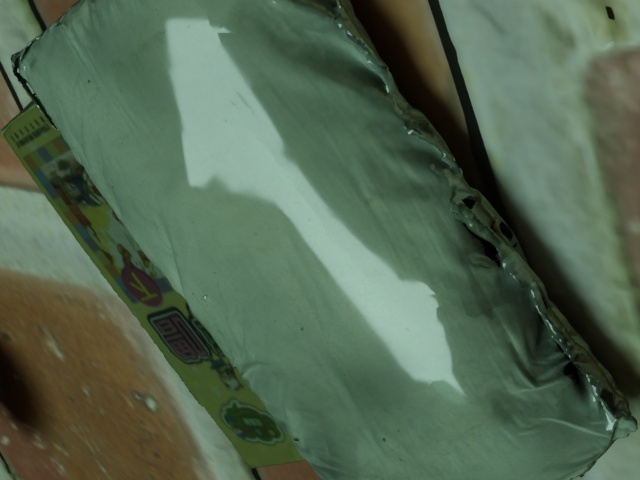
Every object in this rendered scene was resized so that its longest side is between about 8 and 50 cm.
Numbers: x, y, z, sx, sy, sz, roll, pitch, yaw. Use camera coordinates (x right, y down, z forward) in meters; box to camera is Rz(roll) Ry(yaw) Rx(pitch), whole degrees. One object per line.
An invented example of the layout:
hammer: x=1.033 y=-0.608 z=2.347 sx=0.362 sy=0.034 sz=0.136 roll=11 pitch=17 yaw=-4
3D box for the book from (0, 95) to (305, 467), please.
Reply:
book: x=-0.035 y=0.008 z=0.567 sx=0.168 sy=0.013 sz=0.192 roll=-19 pitch=110 yaw=53

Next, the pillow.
pillow: x=0.000 y=0.000 z=0.473 sx=0.128 sy=0.051 sz=0.229 roll=-27 pitch=104 yaw=34
